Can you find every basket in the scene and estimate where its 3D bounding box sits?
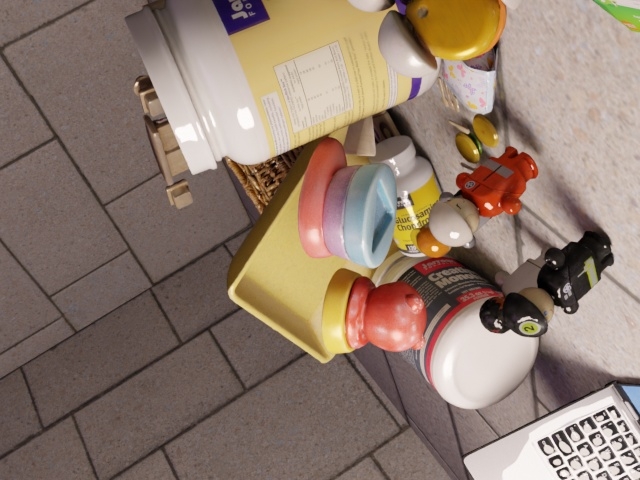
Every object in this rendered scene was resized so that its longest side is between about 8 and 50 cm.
[{"bbox_3d":[-0.072,-0.129,1.709,0.299,0.223,0.213,60,-172,-6],"label":"basket"}]

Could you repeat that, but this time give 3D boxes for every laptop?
[{"bbox_3d":[0.424,0.398,1.028,0.382,0.407,0.236,58,-156,4],"label":"laptop"}]

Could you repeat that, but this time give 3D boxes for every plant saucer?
[{"bbox_3d":[0.000,0.000,1.350,0.081,0.333,0.333,26,169,38],"label":"plant saucer"}]

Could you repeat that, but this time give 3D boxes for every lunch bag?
[{"bbox_3d":[0.177,-0.195,0.934,0.071,0.053,0.083,75,171,-54],"label":"lunch bag"}]

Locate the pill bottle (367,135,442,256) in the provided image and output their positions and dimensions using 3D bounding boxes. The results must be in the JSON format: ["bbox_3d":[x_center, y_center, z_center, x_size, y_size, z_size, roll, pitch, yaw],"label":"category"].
[{"bbox_3d":[0.143,-0.072,1.314,0.184,0.103,0.103,63,169,-28],"label":"pill bottle"}]

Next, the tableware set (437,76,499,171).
[{"bbox_3d":[0.204,-0.143,1.051,0.104,0.024,0.154,40,158,52],"label":"tableware set"}]

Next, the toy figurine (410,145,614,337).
[{"bbox_3d":[0.222,0.014,1.000,0.213,0.148,0.209,49,169,3],"label":"toy figurine"}]

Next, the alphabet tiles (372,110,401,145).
[{"bbox_3d":[0.038,-0.233,1.459,0.285,0.011,0.342,60,165,-10],"label":"alphabet tiles"}]

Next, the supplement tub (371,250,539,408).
[{"bbox_3d":[0.211,0.136,1.353,0.272,0.191,0.191,42,161,57],"label":"supplement tub"}]

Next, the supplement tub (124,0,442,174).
[{"bbox_3d":[-0.045,-0.237,0.999,0.241,0.331,0.241,156,90,-83],"label":"supplement tub"}]

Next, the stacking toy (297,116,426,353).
[{"bbox_3d":[0.090,-0.018,1.112,0.130,0.280,0.309,6,136,21],"label":"stacking toy"}]

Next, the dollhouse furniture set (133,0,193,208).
[{"bbox_3d":[-0.208,-0.285,1.567,0.174,0.303,0.356,53,159,35],"label":"dollhouse furniture set"}]

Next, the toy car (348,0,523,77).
[{"bbox_3d":[0.119,-0.264,0.824,0.182,0.159,0.136,57,-154,3],"label":"toy car"}]

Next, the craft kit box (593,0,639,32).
[{"bbox_3d":[0.195,-0.182,0.468,0.246,0.061,0.250,27,-170,-28],"label":"craft kit box"}]
